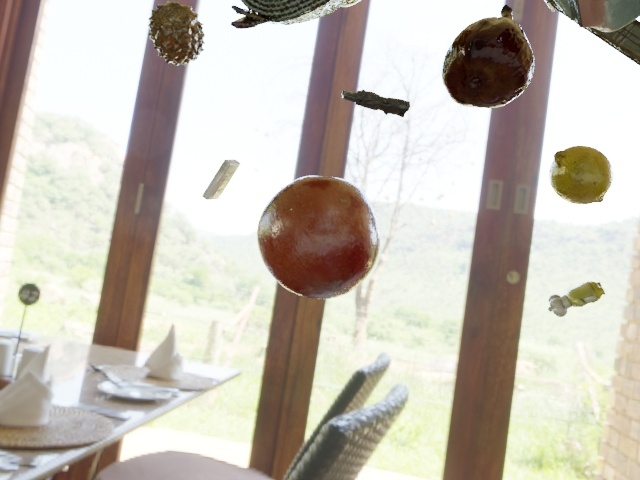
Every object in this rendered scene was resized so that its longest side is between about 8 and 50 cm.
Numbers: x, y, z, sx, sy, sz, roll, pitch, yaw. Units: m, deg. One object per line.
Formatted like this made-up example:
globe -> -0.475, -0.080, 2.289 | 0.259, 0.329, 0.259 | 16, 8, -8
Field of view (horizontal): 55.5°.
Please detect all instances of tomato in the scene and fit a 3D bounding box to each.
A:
tomato -> 0.000, 0.000, 1.287 | 0.265, 0.264, 0.265 | 9, -5, 1

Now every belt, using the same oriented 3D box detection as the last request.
belt -> -0.066, -0.588, 1.334 | 0.295, 0.206, 0.160 | -8, 12, 19

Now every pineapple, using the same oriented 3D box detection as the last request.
pineapple -> -0.402, -0.574, 1.721 | 0.166, 0.166, 0.193 | 8, -22, 3

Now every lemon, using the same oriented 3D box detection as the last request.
lemon -> 0.763, -0.195, 1.790 | 0.206, 0.173, 0.173 | 29, -12, -17

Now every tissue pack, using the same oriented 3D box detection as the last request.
tissue pack -> -0.230, -0.141, 1.410 | 0.023, 0.108, 0.056 | 40, 17, 12

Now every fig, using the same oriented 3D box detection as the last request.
fig -> 0.358, -0.429, 1.313 | 0.191, 0.290, 0.190 | 5, -22, 2

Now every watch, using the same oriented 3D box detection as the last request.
watch -> 0.527, -0.537, 1.119 | 0.253, 0.241, 0.161 | -33, -40, 5

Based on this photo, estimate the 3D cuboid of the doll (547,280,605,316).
doll -> 0.737, 0.168, 1.761 | 0.163, 0.062, 0.106 | -27, 10, 21

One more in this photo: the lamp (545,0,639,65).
lamp -> 0.722, -0.544, 1.529 | 0.325, 0.090, 0.089 | 46, 24, 20

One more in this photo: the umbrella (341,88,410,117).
umbrella -> 0.186, -0.471, 2.059 | 0.236, 0.066, 0.059 | 14, 31, -10

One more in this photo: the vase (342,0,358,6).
vase -> 0.095, -0.758, 1.567 | 0.241, 0.302, 0.329 | 44, 16, 33
